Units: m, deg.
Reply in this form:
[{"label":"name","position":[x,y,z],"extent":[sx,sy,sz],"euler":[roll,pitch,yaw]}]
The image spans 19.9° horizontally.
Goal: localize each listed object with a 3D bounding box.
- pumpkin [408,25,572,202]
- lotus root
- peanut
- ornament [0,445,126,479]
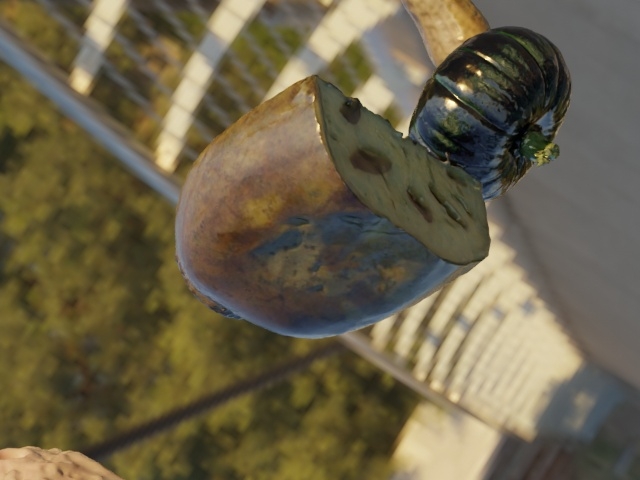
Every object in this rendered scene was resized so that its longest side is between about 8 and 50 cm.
[{"label":"pumpkin","position":[0.174,-0.128,1.875],"extent":[0.150,0.194,0.194],"euler":[49,172,-2]},{"label":"lotus root","position":[-0.017,0.001,1.708],"extent":[0.260,0.149,0.267],"euler":[-27,142,29]},{"label":"peanut","position":[0.159,-0.294,2.364],"extent":[0.214,0.099,0.099],"euler":[57,171,-3]},{"label":"ornament","position":[-0.194,0.259,1.155],"extent":[0.259,0.259,0.225],"euler":[31,-163,16]}]
